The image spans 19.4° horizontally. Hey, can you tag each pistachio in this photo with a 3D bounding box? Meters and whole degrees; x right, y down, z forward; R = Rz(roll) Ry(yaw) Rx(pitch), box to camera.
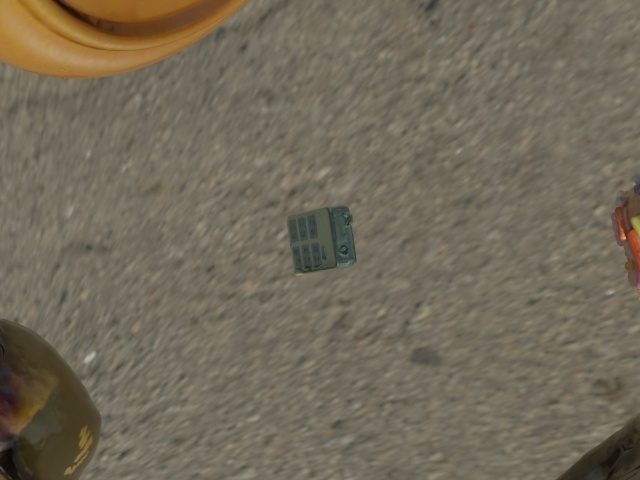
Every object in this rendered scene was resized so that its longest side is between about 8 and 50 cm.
[{"bbox_3d":[-0.264,0.141,1.575,0.130,0.210,0.165,-21,51,4],"label":"pistachio"}]

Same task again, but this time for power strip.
[{"bbox_3d":[0.000,0.000,1.191,0.016,0.090,0.040,-8,89,-20],"label":"power strip"}]

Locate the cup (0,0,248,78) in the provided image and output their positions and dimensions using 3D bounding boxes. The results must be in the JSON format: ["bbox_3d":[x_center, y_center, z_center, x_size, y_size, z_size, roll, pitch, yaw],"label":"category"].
[{"bbox_3d":[-0.107,-0.156,0.372,0.264,0.182,0.226,28,74,26],"label":"cup"}]

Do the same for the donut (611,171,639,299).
[{"bbox_3d":[0.181,-0.015,0.795,0.117,0.166,0.065,-25,88,-39],"label":"donut"}]

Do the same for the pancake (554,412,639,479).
[{"bbox_3d":[0.119,0.161,0.970,0.235,0.212,0.029,-43,91,18],"label":"pancake"}]
